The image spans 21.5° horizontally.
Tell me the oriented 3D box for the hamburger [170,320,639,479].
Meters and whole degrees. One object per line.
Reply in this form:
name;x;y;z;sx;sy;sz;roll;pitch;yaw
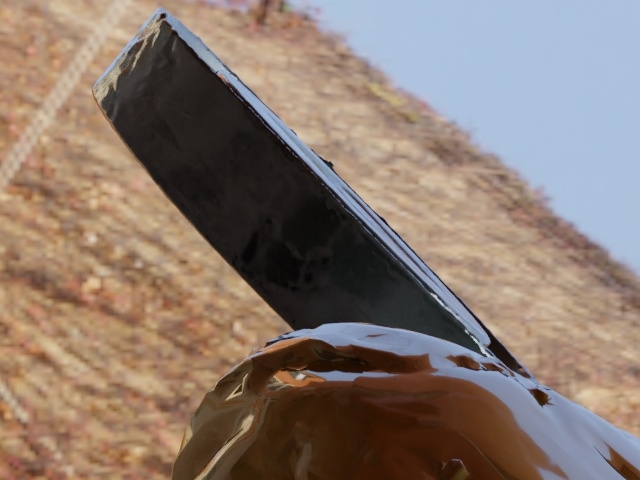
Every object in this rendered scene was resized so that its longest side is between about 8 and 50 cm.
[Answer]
hamburger;0.080;0.164;0.431;0.158;0.319;0.318;-50;-125;17

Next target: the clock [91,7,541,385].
clock;0.001;0.000;0.965;0.066;0.319;0.319;-45;-126;4
